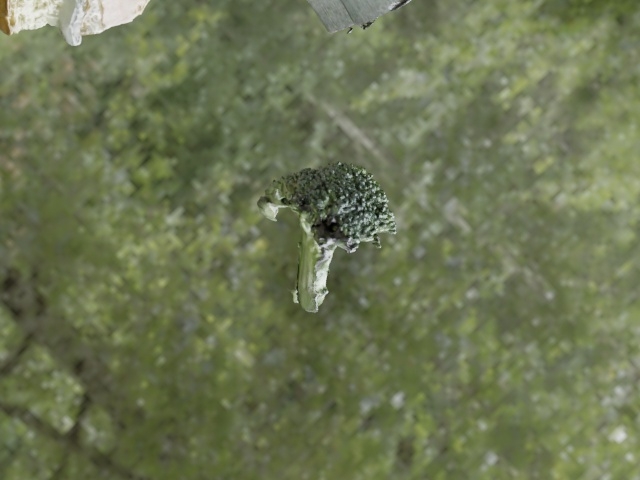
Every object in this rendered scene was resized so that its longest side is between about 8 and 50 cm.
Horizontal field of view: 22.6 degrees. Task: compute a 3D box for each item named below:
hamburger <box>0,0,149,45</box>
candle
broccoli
[{"bbox_3d":[-0.171,-0.240,0.973,0.135,0.155,0.208,-32,149,-30],"label":"hamburger"},{"bbox_3d":[0.071,-0.285,1.646,0.168,0.068,0.192,-41,-165,-15],"label":"candle"},{"bbox_3d":[0.002,0.002,1.671,0.122,0.118,0.204,-20,151,-28],"label":"broccoli"}]
